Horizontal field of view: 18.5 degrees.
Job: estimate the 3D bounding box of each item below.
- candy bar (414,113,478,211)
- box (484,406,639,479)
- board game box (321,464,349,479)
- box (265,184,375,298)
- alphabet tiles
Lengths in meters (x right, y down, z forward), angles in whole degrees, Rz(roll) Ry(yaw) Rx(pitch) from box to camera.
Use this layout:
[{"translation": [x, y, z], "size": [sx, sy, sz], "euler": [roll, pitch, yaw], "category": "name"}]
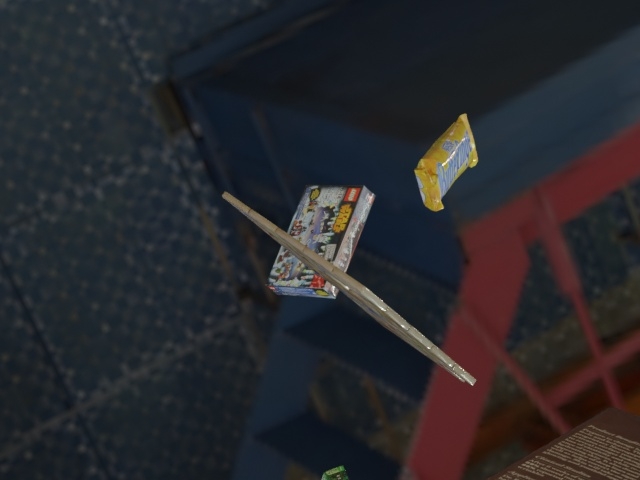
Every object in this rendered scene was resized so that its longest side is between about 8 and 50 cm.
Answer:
[{"translation": [0.091, -0.056, 1.404], "size": [0.018, 0.040, 0.161], "euler": [-9, -168, 16], "category": "candy bar"}, {"translation": [0.308, 0.308, 2.113], "size": [0.191, 0.143, 0.381], "euler": [19, -160, 28], "category": "box"}, {"translation": [0.024, 0.366, 2.259], "size": [0.030, 0.136, 0.260], "euler": [-19, 157, -16], "category": "board game box"}, {"translation": [0.000, 0.000, 2.268], "size": [0.094, 0.027, 0.137], "euler": [2, -118, 42], "category": "box"}, {"translation": [0.035, 0.051, 1.733], "size": [0.198, 0.237, 0.009], "euler": [34, -95, 43], "category": "alphabet tiles"}]
